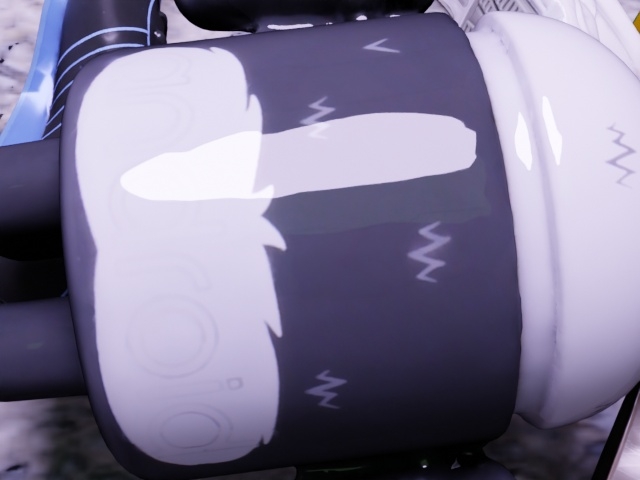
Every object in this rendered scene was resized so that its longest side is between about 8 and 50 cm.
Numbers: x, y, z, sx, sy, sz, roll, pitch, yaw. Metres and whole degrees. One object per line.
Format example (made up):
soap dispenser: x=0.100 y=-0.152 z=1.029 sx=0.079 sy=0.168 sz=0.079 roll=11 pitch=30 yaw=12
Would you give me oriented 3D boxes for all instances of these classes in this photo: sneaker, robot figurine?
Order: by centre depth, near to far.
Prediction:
robot figurine: x=0.000 y=0.002 z=0.423 sx=0.278 sy=0.209 sz=0.173 roll=-7 pitch=33 yaw=-2
sneaker: x=-0.104 y=-0.066 z=0.546 sx=0.090 sy=0.081 sz=0.232 roll=15 pitch=72 yaw=1
sneaker: x=0.103 y=-0.144 z=0.595 sx=0.115 sy=0.090 sz=0.232 roll=5 pitch=47 yaw=-35

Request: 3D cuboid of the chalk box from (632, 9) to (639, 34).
chalk box: x=0.284 y=-0.086 z=0.538 sx=0.213 sy=0.132 sz=0.132 roll=-2 pitch=66 yaw=-3

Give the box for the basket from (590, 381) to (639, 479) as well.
basket: x=0.217 y=0.141 z=0.417 sx=0.227 sy=0.204 sz=0.154 roll=22 pitch=24 yaw=15
